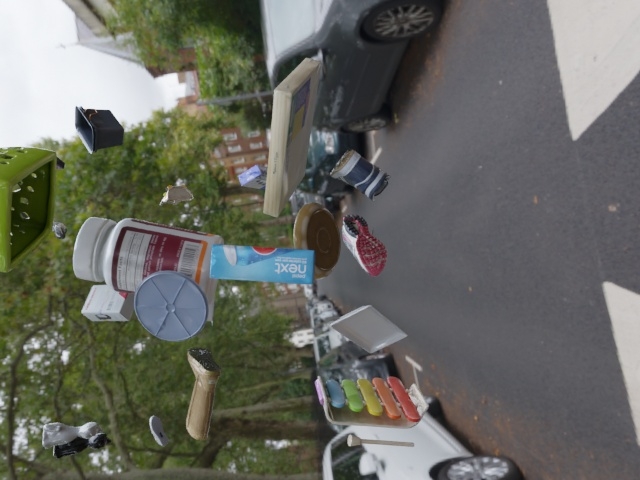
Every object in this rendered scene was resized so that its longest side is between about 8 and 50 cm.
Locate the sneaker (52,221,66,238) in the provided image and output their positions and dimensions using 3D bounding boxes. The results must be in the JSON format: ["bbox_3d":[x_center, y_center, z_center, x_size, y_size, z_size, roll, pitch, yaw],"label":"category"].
[{"bbox_3d":[-0.891,-0.036,1.824,0.109,0.044,0.040,37,112,44],"label":"sneaker"}]

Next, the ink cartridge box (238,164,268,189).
[{"bbox_3d":[-0.213,-0.239,2.047,0.207,0.097,0.046,0,-113,-61],"label":"ink cartridge box"}]

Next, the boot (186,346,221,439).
[{"bbox_3d":[-0.462,0.565,1.988,0.236,0.089,0.269,30,110,58],"label":"boot"}]

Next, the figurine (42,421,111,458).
[{"bbox_3d":[-0.959,0.778,2.099,0.214,0.210,0.092,97,165,-52],"label":"figurine"}]

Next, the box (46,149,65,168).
[{"bbox_3d":[-1.052,-0.299,1.959,0.116,0.162,0.029,74,-164,-74],"label":"box"}]

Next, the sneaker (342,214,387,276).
[{"bbox_3d":[0.169,0.028,2.071,0.299,0.121,0.112,-112,23,-44],"label":"sneaker"}]

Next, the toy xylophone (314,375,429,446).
[{"bbox_3d":[0.147,0.465,1.466,0.236,0.323,0.081,-133,52,-63],"label":"toy xylophone"}]

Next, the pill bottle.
[{"bbox_3d":[-0.504,0.059,1.586,0.224,0.393,0.223,-169,90,-87],"label":"pill bottle"}]

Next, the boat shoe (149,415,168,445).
[{"bbox_3d":[-0.477,0.553,1.541,0.035,0.035,0.100,-44,-60,-50],"label":"boat shoe"}]

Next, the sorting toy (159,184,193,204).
[{"bbox_3d":[-0.413,-0.119,1.485,0.075,0.083,0.044,-36,72,39],"label":"sorting toy"}]

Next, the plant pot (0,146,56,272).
[{"bbox_3d":[-0.745,-0.093,1.187,0.227,0.207,0.228,-89,16,-64],"label":"plant pot"}]

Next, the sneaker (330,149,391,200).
[{"bbox_3d":[0.122,-0.200,1.640,0.099,0.153,0.282,-55,7,3],"label":"sneaker"}]

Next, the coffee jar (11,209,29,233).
[{"bbox_3d":[-1.000,-0.037,1.742,0.184,0.096,0.079,133,144,-63],"label":"coffee jar"}]

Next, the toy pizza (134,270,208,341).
[{"bbox_3d":[-0.392,0.172,1.402,0.032,0.202,0.201,-73,-25,-73],"label":"toy pizza"}]

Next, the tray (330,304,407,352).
[{"bbox_3d":[0.153,0.271,1.647,0.270,0.145,0.030,41,-153,-46],"label":"tray"}]

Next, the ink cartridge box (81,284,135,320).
[{"bbox_3d":[-0.813,0.241,2.057,0.072,0.175,0.127,66,-153,-51],"label":"ink cartridge box"}]

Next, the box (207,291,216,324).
[{"bbox_3d":[-0.379,0.185,1.784,0.109,0.043,0.178,-121,37,-59],"label":"box"}]

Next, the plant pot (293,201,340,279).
[{"bbox_3d":[0.000,0.000,1.600,0.236,0.032,0.236,12,-105,-56],"label":"plant pot"}]

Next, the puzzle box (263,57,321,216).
[{"bbox_3d":[-0.086,-0.307,1.589,0.272,0.052,0.408,-63,-13,-51],"label":"puzzle box"}]

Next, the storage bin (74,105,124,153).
[{"bbox_3d":[-0.594,-0.309,1.432,0.135,0.091,0.098,47,134,30],"label":"storage bin"}]

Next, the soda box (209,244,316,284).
[{"bbox_3d":[-0.117,0.049,1.095,0.067,0.210,0.071,57,-143,-87],"label":"soda box"}]
